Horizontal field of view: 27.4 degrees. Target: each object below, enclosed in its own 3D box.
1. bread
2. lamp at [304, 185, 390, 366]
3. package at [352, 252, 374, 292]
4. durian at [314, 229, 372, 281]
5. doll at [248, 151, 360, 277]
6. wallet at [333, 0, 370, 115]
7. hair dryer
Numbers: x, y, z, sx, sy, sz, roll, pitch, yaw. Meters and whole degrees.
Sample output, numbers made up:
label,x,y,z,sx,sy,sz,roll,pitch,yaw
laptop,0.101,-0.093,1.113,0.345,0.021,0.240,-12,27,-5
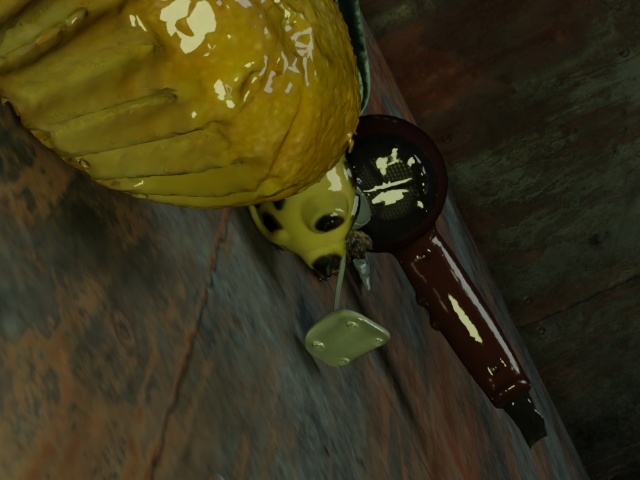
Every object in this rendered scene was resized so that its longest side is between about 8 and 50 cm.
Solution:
label,x,y,z,sx,sy,sz,roll,pitch,yaw
bread,-0.075,-0.116,0.613,0.240,0.139,0.240,61,10,-19
lamp,0.024,0.010,0.962,0.050,0.056,0.198,34,35,-23
package,0.042,0.020,1.279,0.037,0.015,0.110,62,9,-11
durian,0.007,-0.007,1.052,0.066,0.052,0.130,67,12,14
doll,-0.033,-0.099,0.975,0.117,0.086,0.291,104,-26,-47
wallet,-0.061,-0.237,0.807,0.251,0.054,0.290,48,-21,36
hair dryer,0.110,0.040,1.235,0.340,0.123,0.312,58,1,0
